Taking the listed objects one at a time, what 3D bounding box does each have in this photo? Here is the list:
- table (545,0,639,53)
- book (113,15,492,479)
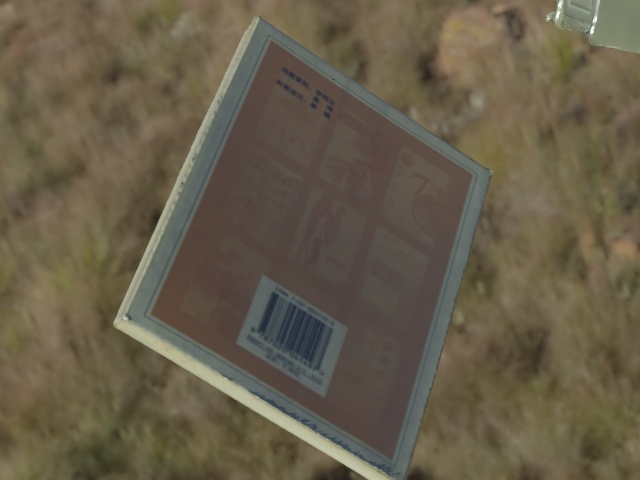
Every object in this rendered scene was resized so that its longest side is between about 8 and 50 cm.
[{"bbox_3d":[0.201,-0.174,1.209,0.062,0.079,0.083,7,15,-19],"label":"table"},{"bbox_3d":[-0.001,0.000,0.947,0.018,0.170,0.242,-46,17,43],"label":"book"}]
